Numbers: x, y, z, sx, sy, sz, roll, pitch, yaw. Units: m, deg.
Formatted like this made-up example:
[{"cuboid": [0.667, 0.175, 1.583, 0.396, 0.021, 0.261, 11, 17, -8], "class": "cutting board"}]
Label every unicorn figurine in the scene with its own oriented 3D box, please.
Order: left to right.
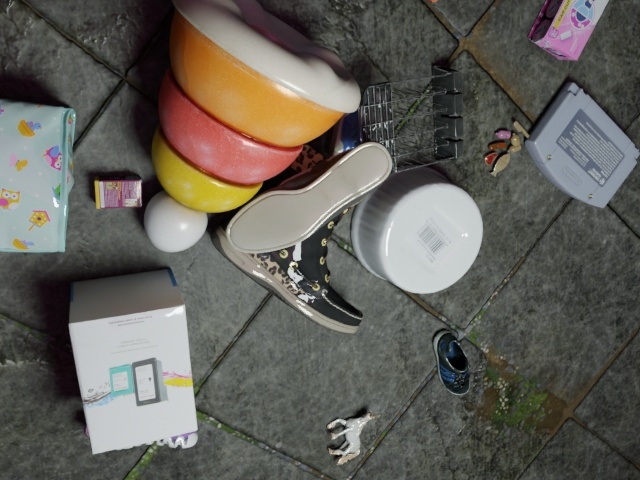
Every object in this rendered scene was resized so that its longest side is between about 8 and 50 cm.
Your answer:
[{"cuboid": [0.074, 0.473, 1.492, 0.111, 0.060, 0.161, -8, 126, -18], "class": "unicorn figurine"}]

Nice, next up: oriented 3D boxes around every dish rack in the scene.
[{"cuboid": [0.186, -0.243, 1.255, 0.272, 0.074, 0.208, -17, 111, -27], "class": "dish rack"}]

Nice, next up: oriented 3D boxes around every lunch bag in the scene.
[{"cuboid": [-0.532, -0.106, 1.015, 0.224, 0.160, 0.262, 3, 100, -22], "class": "lunch bag"}]

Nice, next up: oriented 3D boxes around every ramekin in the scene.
[{"cuboid": [0.219, -0.018, 1.333, 0.277, 0.135, 0.277, -6, 109, -19], "class": "ramekin"}]

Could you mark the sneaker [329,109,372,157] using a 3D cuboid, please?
[{"cuboid": [0.075, -0.237, 1.248, 0.085, 0.058, 0.152, 6, 109, -16], "class": "sneaker"}]

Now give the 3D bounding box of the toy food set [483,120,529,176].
[{"cuboid": [0.421, -0.216, 1.409, 0.078, 0.019, 0.122, 39, 99, -26], "class": "toy food set"}]

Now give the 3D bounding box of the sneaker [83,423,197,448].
[{"cuboid": [-0.369, 0.374, 1.276, 0.237, 0.095, 0.104, 8, 98, -27], "class": "sneaker"}]

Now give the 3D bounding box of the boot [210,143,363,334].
[{"cuboid": [0.000, 0.000, 1.257, 0.377, 0.138, 0.284, 37, 92, -16], "class": "boot"}]

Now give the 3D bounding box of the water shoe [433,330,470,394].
[{"cuboid": [0.336, 0.322, 1.519, 0.073, 0.080, 0.203, -29, 115, -9], "class": "water shoe"}]

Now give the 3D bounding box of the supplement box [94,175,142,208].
[{"cuboid": [-0.379, -0.091, 1.138, 0.083, 0.043, 0.054, -2, 108, -19], "class": "supplement box"}]

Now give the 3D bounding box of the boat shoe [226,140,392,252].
[{"cuboid": [-0.017, -0.076, 1.133, 0.335, 0.095, 0.112, -29, 96, 4], "class": "boat shoe"}]

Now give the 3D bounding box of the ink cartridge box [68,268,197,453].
[{"cuboid": [-0.358, 0.222, 1.164, 0.197, 0.198, 0.269, -8, 111, -19], "class": "ink cartridge box"}]

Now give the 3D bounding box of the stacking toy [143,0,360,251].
[{"cuboid": [-0.187, -0.168, 1.076, 0.351, 0.350, 0.479, 24, 113, -25], "class": "stacking toy"}]

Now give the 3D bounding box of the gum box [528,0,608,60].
[{"cuboid": [0.549, -0.498, 1.337, 0.107, 0.062, 0.188, 22, 98, -25], "class": "gum box"}]

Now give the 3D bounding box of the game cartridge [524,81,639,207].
[{"cuboid": [0.630, -0.215, 1.468, 0.297, 0.062, 0.198, 34, 98, -26], "class": "game cartridge"}]
